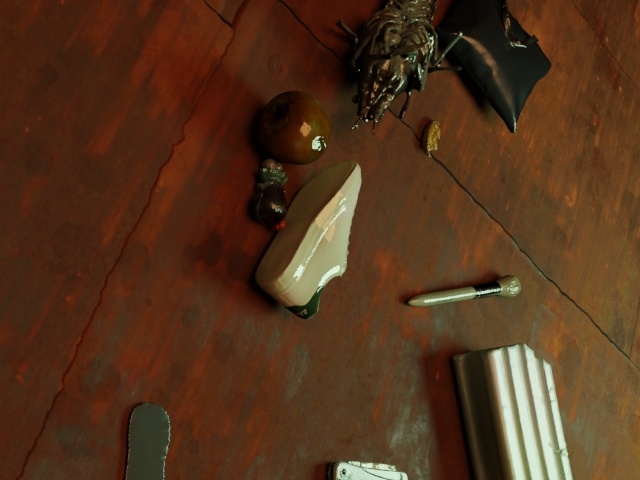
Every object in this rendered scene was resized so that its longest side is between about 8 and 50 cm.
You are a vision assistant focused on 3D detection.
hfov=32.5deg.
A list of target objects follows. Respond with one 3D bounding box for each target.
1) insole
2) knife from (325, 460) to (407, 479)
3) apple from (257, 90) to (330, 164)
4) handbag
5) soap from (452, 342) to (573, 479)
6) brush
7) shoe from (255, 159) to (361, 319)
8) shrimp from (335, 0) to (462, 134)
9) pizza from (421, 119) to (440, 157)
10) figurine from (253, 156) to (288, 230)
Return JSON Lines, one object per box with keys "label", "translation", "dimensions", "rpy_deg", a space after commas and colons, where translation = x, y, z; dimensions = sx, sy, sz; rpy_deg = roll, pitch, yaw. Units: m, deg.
{"label": "insole", "translation": [-0.229, 0.332, 1.394], "dimensions": [0.086, 0.005, 0.253], "rpy_deg": [23, 65, -40]}
{"label": "knife", "translation": [0.074, 0.358, 1.670], "dimensions": [0.162, 0.023, 0.044], "rpy_deg": [20, 68, -40]}
{"label": "apple", "translation": [-0.034, -0.166, 1.632], "dimensions": [0.102, 0.099, 0.114], "rpy_deg": [39, 14, -39]}
{"label": "handbag", "translation": [0.331, -0.359, 2.058], "dimensions": [0.254, 0.088, 0.211], "rpy_deg": [49, 53, -20]}
{"label": "soap", "translation": [0.331, 0.324, 1.881], "dimensions": [0.173, 0.095, 0.290], "rpy_deg": [-6, 84, -44]}
{"label": "brush", "translation": [0.252, 0.090, 1.909], "dimensions": [0.299, 0.039, 0.042], "rpy_deg": [-4, 79, -42]}
{"label": "shoe", "translation": [0.000, 0.000, 1.647], "dimensions": [0.110, 0.095, 0.265], "rpy_deg": [53, 54, -28]}
{"label": "shrimp", "translation": [0.137, -0.340, 1.824], "dimensions": [0.221, 0.166, 0.410], "rpy_deg": [23, 44, -2]}
{"label": "pizza", "translation": [0.194, -0.179, 1.928], "dimensions": [0.037, 0.016, 0.083], "rpy_deg": [38, 52, -30]}
{"label": "figurine", "translation": [-0.071, -0.070, 1.623], "dimensions": [0.060, 0.047, 0.106], "rpy_deg": [42, 43, -51]}
